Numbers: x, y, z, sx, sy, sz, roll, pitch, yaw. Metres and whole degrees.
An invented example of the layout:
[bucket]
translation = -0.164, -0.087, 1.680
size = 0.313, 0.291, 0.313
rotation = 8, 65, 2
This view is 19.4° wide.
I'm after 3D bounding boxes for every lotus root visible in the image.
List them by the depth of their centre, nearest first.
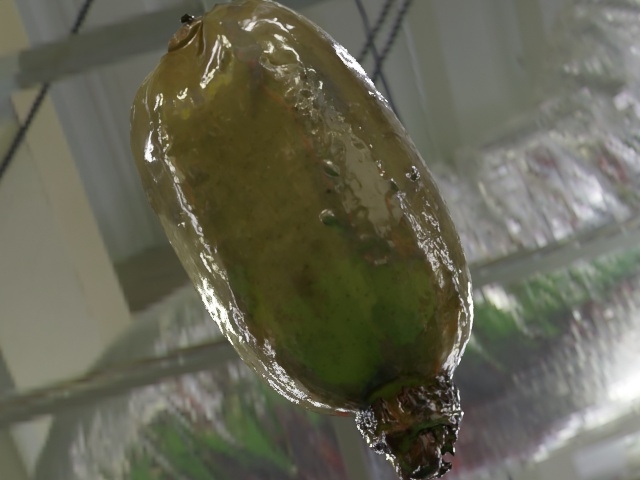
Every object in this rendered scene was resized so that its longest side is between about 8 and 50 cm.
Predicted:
[lotus root]
translation = 0.000, 0.000, 1.199
size = 0.169, 0.343, 0.151
rotation = -35, -15, 15
